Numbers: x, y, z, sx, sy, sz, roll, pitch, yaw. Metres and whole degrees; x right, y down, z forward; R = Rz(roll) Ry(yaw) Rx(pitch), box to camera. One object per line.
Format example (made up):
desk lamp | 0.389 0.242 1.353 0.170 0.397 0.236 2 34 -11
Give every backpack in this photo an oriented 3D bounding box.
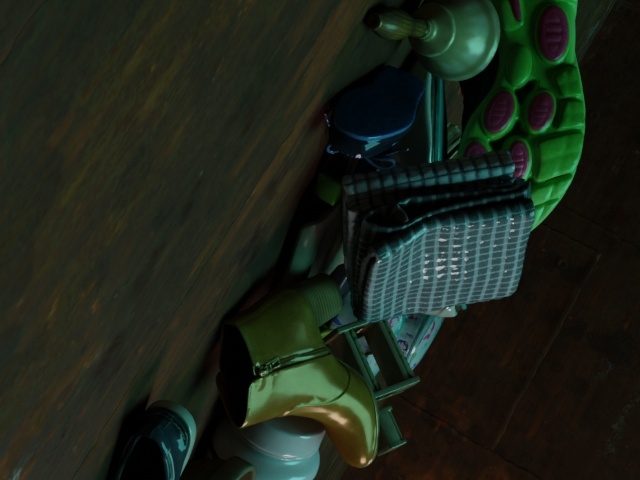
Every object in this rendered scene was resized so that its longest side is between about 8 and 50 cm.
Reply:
backpack | 0.109 0.127 2.287 0.253 0.191 0.225 -44 161 -42

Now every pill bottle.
pill bottle | -0.096 0.344 1.917 0.161 0.161 0.283 -41 157 -61

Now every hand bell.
hand bell | 0.119 -0.260 1.636 0.242 0.126 0.126 -11 130 -60

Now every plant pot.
plant pot | -0.188 0.366 1.700 0.237 0.109 0.237 -58 168 -20

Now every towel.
towel | 0.151 0.006 1.746 0.284 0.234 0.121 89 -9 -64

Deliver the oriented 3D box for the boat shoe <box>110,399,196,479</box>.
boat shoe | -0.203 0.303 1.512 0.079 0.095 0.255 -44 158 -62

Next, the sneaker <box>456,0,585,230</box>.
sneaker | 0.287 -0.227 1.951 0.202 0.185 0.483 122 -24 -83

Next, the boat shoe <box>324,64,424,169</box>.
boat shoe | 0.073 -0.139 1.655 0.258 0.109 0.089 -37 156 -60

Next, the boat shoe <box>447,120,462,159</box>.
boat shoe | 0.197 -0.126 2.317 0.190 0.072 0.068 -58 168 -18

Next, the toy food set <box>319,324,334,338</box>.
toy food set | -0.041 0.179 2.042 0.128 0.071 0.218 -31 155 -19

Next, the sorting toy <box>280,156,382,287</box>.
sorting toy | 0.000 0.000 1.821 0.196 0.047 0.348 -41 156 -48

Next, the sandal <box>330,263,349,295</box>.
sandal | 0.063 -0.009 2.090 0.097 0.054 0.254 -33 160 -54

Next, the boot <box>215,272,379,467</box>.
boot | -0.036 0.203 1.729 0.211 0.104 0.295 -30 113 -44

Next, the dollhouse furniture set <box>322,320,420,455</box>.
dollhouse furniture set | 0.067 0.218 1.895 0.101 0.182 0.161 -17 166 -31

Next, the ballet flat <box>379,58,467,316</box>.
ballet flat | 0.131 -0.070 1.925 0.139 0.139 0.400 -42 129 -59
